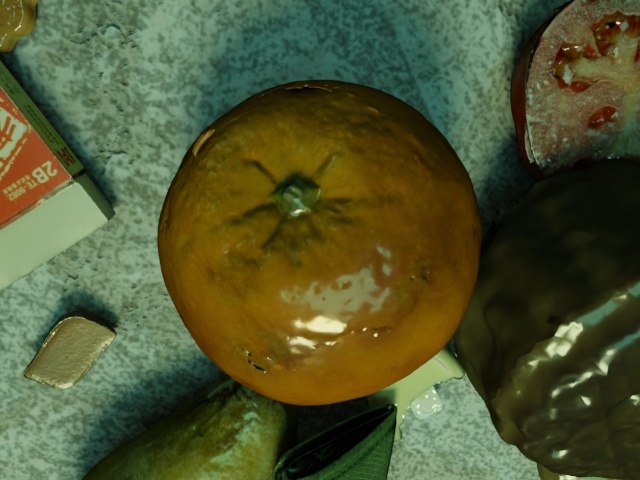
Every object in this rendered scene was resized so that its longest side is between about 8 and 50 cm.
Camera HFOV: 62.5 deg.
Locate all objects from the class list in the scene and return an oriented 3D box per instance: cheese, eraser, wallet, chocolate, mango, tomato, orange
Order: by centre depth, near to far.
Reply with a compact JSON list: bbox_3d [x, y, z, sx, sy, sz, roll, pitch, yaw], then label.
[{"bbox_3d":[0.000,0.000,0.477,0.283,0.226,0.284,-3,76,12],"label":"orange"},{"bbox_3d":[-0.337,-0.075,0.522,0.157,0.038,0.230,-30,109,8],"label":"eraser"},{"bbox_3d":[0.295,-0.149,0.557,0.225,0.085,0.225,-1,103,-5],"label":"tomato"},{"bbox_3d":[-0.153,0.287,0.590,0.329,0.175,0.176,-42,141,-15],"label":"mango"},{"bbox_3d":[-0.280,0.121,0.593,0.064,0.031,0.101,31,103,-30],"label":"chocolate"},{"bbox_3d":[0.014,0.304,0.611,0.160,0.055,0.236,-17,127,-32],"label":"wallet"},{"bbox_3d":[0.081,0.122,0.621,0.127,0.050,0.235,-29,104,5],"label":"cheese"}]

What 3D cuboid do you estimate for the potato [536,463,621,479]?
[{"bbox_3d":[0.355,0.283,0.655,0.176,0.137,0.137,29,100,9],"label":"potato"}]

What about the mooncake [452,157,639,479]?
[{"bbox_3d":[0.300,0.095,0.523,0.324,0.187,0.324,-3,127,-5],"label":"mooncake"}]

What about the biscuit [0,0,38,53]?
[{"bbox_3d":[-0.302,-0.295,0.482,0.144,0.040,0.236,16,109,-2],"label":"biscuit"}]
